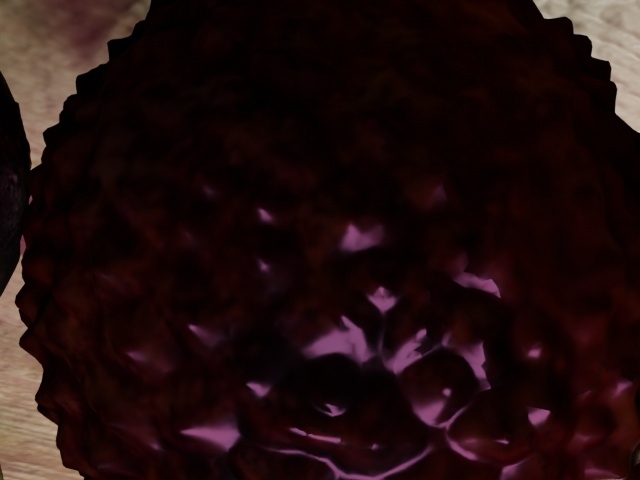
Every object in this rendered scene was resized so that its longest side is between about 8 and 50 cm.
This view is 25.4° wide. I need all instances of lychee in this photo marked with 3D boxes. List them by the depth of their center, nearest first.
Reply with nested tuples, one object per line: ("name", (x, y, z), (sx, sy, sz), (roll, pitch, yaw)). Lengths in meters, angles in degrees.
("lychee", (0.006, 0.015, 0.900), (0.424, 0.500, 0.425), (-20, 130, -26))

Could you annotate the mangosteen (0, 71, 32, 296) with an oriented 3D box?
("mangosteen", (-0.337, -0.041, 0.944), (0.297, 0.293, 0.297), (-6, 113, -14))

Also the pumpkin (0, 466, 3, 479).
("pumpkin", (-0.437, 0.283, 1.531), (0.242, 0.232, 0.325), (17, 168, 15))
